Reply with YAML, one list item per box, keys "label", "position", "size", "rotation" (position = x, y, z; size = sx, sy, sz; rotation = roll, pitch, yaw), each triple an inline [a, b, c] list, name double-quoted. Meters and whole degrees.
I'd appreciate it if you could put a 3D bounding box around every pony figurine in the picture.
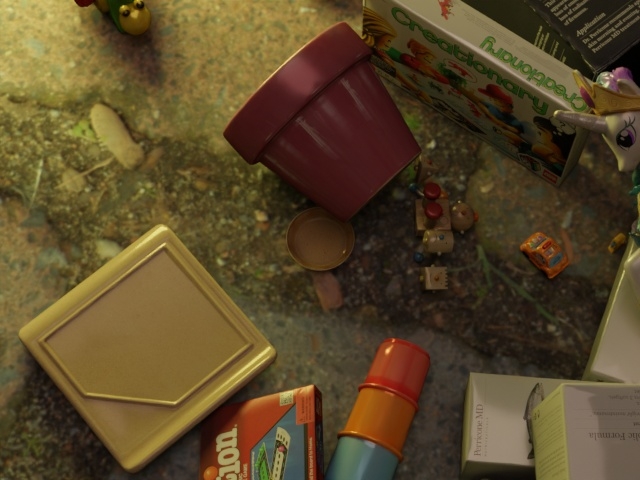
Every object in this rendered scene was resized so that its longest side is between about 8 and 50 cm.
- label: "pony figurine"
  position: [0.463, -0.060, 1.486]
  size: [0.351, 0.303, 0.363]
  rotation: [-21, 89, -5]

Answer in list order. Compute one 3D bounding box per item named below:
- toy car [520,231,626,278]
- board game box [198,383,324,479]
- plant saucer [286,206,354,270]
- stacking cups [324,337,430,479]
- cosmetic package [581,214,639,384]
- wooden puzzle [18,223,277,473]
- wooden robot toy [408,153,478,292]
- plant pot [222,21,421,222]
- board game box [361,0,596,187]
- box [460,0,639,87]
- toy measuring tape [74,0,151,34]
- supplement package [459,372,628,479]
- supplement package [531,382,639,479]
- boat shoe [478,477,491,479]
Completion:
- label: "toy car"
  position: [0.305, -0.001, 1.652]
  size: [0.122, 0.040, 0.060]
  rotation: [-22, 70, -7]
- label: "board game box"
  position: [-0.065, 0.297, 1.484]
  size: [0.145, 0.027, 0.281]
  rotation: [-16, 52, 19]
- label: "plant saucer"
  position: [0.000, 0.000, 1.669]
  size: [0.083, 0.015, 0.083]
  rotation: [0, 68, 1]
- label: "stacking cups"
  position: [0.049, 0.264, 1.533]
  size: [0.096, 0.096, 0.316]
  rotation: [22, 66, 9]
- label: "cosmetic package"
  position: [0.394, 0.080, 1.596]
  size: [0.117, 0.085, 0.231]
  rotation: [21, 72, 8]
- label: "wooden puzzle"
  position: [-0.203, 0.125, 1.612]
  size: [0.221, 0.044, 0.239]
  rotation: [-38, 67, -13]
- label: "wooden robot toy"
  position: [0.155, -0.024, 1.651]
  size: [0.079, 0.076, 0.173]
  rotation: [1, 68, -10]
- label: "plant pot"
  position: [0.015, -0.128, 1.637]
  size: [0.201, 0.201, 0.180]
  rotation: [-42, 88, -14]
- label: "board game box"
  position: [0.186, -0.199, 1.651]
  size: [0.305, 0.193, 0.053]
  rotation: [34, 72, 14]
- label: "box"
  position: [0.349, -0.366, 1.722]
  size: [0.343, 0.179, 0.312]
  rotation: [-36, 72, -13]
- label: "toy measuring tape"
  position: [-0.308, -0.403, 1.783]
  size: [0.121, 0.121, 0.330]
  rotation: [-28, 70, -10]
- label: "supplement package"
  position: [0.249, 0.216, 1.532]
  size: [0.179, 0.105, 0.105]
  rotation: [4, 69, 3]
- label: "supplement package"
  position: [0.299, 0.276, 1.376]
  size: [0.139, 0.134, 0.244]
  rotation: [0, 71, -5]
- label: "boat shoe"
  position: [0.231, 0.396, 1.457]
  size: [0.103, 0.113, 0.302]
  rotation: [-32, 70, -13]
